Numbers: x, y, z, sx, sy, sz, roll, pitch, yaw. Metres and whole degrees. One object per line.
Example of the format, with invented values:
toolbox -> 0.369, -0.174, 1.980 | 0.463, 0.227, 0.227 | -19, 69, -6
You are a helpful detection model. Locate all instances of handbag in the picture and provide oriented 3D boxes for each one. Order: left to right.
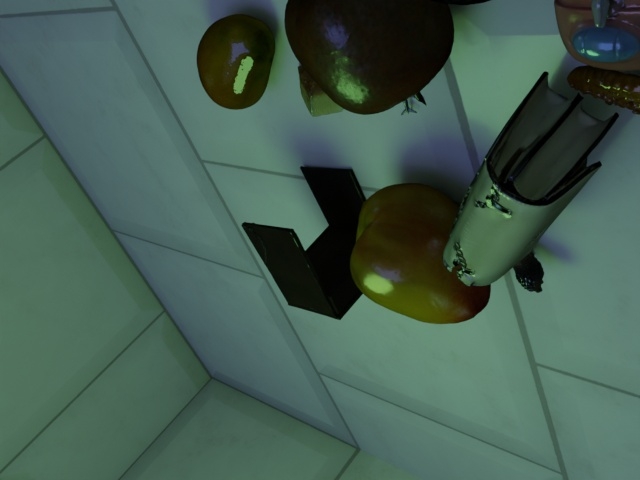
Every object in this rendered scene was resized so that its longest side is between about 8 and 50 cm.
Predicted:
handbag -> 0.338, -0.079, 1.249 | 0.160, 0.237, 0.358 | 38, 161, 13

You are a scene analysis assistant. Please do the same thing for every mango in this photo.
mango -> -0.192, -0.406, 1.636 | 0.175, 0.139, 0.254 | 28, 143, 2

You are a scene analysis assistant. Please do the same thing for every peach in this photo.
peach -> 0.219, 0.034, 1.572 | 0.308, 0.289, 0.289 | 16, 150, -3

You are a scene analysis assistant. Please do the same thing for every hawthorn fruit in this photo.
hawthorn fruit -> 0.092, -0.338, 1.229 | 0.267, 0.268, 0.301 | 4, 135, 50

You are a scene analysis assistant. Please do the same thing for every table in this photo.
table -> 0.000, 0.000, 1.824 | 0.196, 0.250, 0.282 | 11, 138, 46

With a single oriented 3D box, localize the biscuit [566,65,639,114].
biscuit -> 0.466, -0.192, 1.021 | 0.254, 0.254, 0.035 | 26, 104, 29

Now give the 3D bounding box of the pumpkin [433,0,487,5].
pumpkin -> 0.187, -0.457, 0.907 | 0.238, 0.315, 0.315 | 1, 131, 42

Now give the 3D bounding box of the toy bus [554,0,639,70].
toy bus -> 0.388, -0.336, 0.898 | 0.194, 0.232, 0.288 | 15, 139, 36

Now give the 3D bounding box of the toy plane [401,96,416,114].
toy plane -> 0.166, -0.287, 1.455 | 0.078, 0.024, 0.084 | -3, 131, 30

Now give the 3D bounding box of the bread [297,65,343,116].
bread -> -0.001, -0.333, 1.615 | 0.084, 0.080, 0.109 | 88, 164, -53

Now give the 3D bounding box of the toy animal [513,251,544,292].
toy animal -> 0.399, 0.011, 1.527 | 0.220, 0.086, 0.069 | 50, 154, 27
